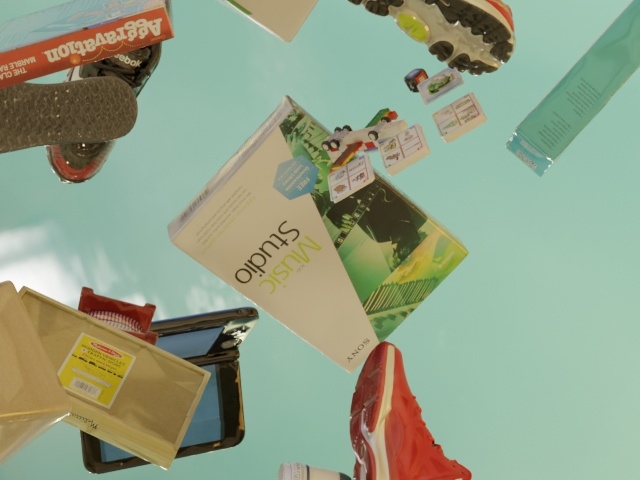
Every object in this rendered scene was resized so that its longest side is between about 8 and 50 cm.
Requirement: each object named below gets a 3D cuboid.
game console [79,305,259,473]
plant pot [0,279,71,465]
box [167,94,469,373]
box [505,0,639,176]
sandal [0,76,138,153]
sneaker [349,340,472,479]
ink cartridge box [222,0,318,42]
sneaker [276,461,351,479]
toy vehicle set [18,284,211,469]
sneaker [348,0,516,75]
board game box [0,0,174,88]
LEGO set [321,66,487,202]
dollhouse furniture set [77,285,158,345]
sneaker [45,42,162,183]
[{"bbox_3d":[-0.246,0.247,2.309,0.250,0.293,0.173,126,130,-58],"label":"game console"},{"bbox_3d":[-0.260,0.104,0.978,0.109,0.096,0.109,-37,75,31],"label":"plant pot"},{"bbox_3d":[0.000,0.000,1.784,0.232,0.322,0.058,-47,26,12],"label":"box"},{"bbox_3d":[0.325,-0.190,1.655,0.060,0.244,0.100,42,174,5],"label":"box"},{"bbox_3d":[-0.330,-0.138,1.530,0.054,0.254,0.097,-167,80,-72],"label":"sandal"},{"bbox_3d":[0.106,0.231,1.616,0.087,0.128,0.221,135,145,-58],"label":"sneaker"},{"bbox_3d":[-0.154,-0.443,2.203,0.117,0.201,0.278,-57,43,4],"label":"ink cartridge box"},{"bbox_3d":[-0.021,0.374,1.601,0.094,0.091,0.258,-95,15,-64],"label":"sneaker"},{"bbox_3d":[-0.278,0.164,1.709,0.267,0.166,0.035,26,120,-2],"label":"toy vehicle set"},{"bbox_3d":[0.097,-0.289,1.497,0.279,0.118,0.107,41,124,-16],"label":"sneaker"},{"bbox_3d":[-0.185,-0.163,1.076,0.281,0.145,0.027,-112,4,-74],"label":"board game box"},{"bbox_3d":[0.090,-0.116,1.541,0.060,0.182,0.244,57,-171,-22],"label":"LEGO set"},{"bbox_3d":[-0.428,0.140,1.984,0.201,0.374,0.152,-133,59,-75],"label":"dollhouse furniture set"},{"bbox_3d":[-0.278,-0.205,1.807,0.276,0.097,0.135,-68,18,-7],"label":"sneaker"}]
